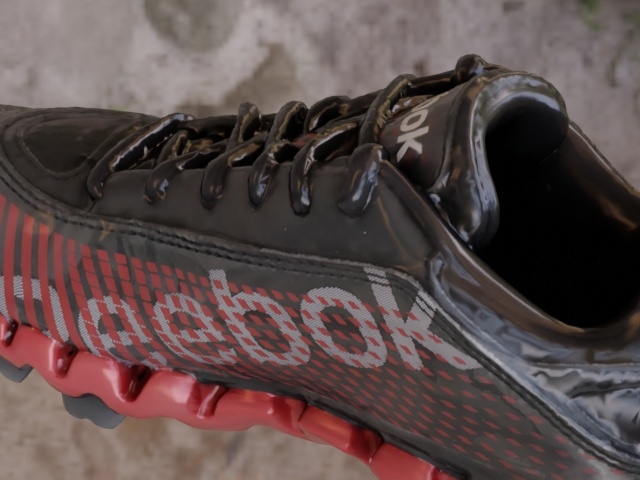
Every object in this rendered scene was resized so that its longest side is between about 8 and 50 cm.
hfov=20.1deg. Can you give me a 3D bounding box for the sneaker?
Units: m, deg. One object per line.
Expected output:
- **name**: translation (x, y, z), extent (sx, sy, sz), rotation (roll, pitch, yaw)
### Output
- **sneaker**: translation (0.000, 0.000, 0.497), extent (0.097, 0.276, 0.135), rotation (-47, 151, -48)
